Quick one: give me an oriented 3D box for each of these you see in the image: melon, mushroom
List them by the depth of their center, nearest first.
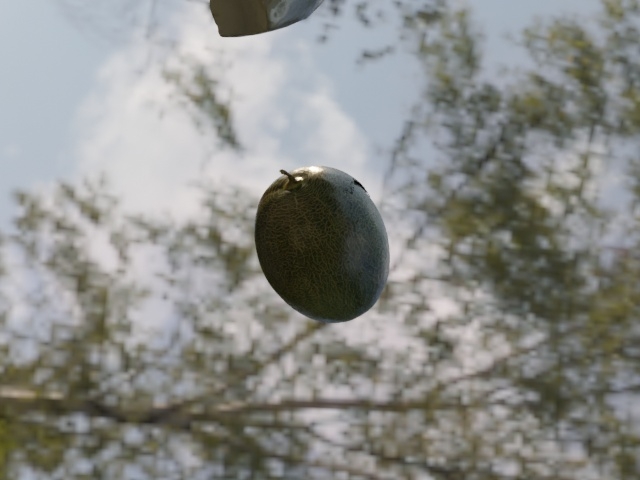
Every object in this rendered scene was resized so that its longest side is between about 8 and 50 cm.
[{"bbox_3d":[0.000,0.000,1.807,0.139,0.139,0.192,22,-36,50],"label":"melon"},{"bbox_3d":[-0.017,-0.329,1.955,0.118,0.103,0.270,7,-135,36],"label":"mushroom"}]
